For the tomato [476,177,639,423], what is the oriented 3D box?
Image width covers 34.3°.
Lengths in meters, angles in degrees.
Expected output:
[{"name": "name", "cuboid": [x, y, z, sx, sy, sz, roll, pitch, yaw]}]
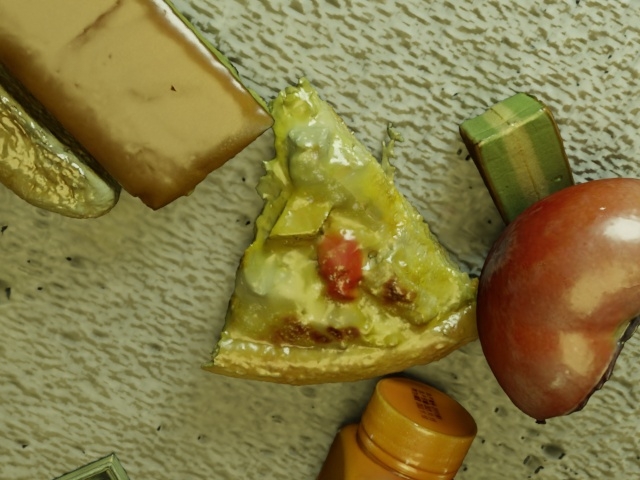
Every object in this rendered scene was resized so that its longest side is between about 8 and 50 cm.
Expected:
[{"name": "tomato", "cuboid": [0.195, 0.030, 0.879, 0.112, 0.199, 0.228, 29, 97, -9]}]

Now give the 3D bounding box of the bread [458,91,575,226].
[{"name": "bread", "cuboid": [0.186, -0.051, 0.913, 0.074, 0.084, 0.139, -26, 108, 5]}]

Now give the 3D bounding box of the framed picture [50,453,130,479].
[{"name": "framed picture", "cuboid": [-0.231, 0.320, 1.063, 0.142, 0.011, 0.183, -24, 107, 7]}]

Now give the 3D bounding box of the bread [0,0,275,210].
[{"name": "bread", "cuboid": [-0.209, -0.190, 0.863, 0.138, 0.077, 0.361, -41, 104, 10]}]

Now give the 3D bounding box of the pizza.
[{"name": "pizza", "cuboid": [0.000, 0.000, 0.931, 0.280, 0.075, 0.288, -16, 108, 3]}]

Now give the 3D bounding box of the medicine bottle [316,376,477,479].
[{"name": "medicine bottle", "cuboid": [0.057, 0.249, 0.972, 0.112, 0.149, 0.222, 20, 106, -9]}]

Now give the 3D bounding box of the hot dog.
[{"name": "hot dog", "cuboid": [-0.276, -0.104, 0.887, 0.073, 0.084, 0.242, -43, 105, 11]}]
